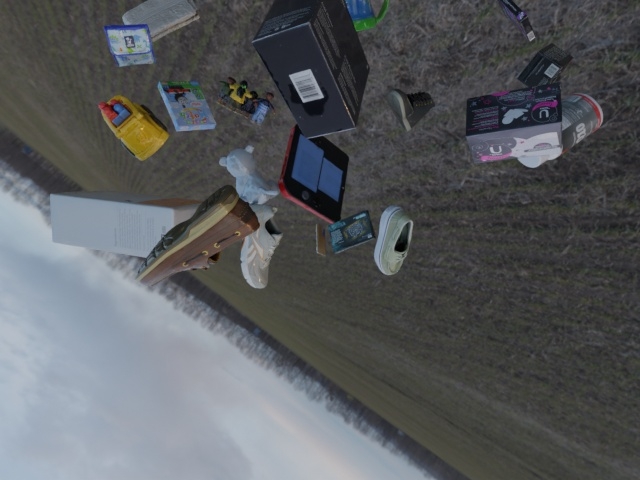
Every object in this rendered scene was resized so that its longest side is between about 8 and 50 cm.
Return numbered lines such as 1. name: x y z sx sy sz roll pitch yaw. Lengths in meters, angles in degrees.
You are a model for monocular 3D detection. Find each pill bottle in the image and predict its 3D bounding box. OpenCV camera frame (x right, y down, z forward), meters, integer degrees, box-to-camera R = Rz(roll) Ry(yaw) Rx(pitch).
1. pill bottle: 0.859 -0.397 1.581 0.161 0.283 0.161 55 175 7

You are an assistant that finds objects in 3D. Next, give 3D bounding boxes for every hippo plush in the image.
1. hippo plush: -0.313 -0.234 1.719 0.236 0.235 0.294 58 -176 -7

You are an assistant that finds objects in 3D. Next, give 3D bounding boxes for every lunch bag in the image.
1. lunch bag: -0.604 -0.631 1.379 0.151 0.129 0.096 131 126 -72

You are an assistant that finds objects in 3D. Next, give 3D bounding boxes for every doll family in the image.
1. doll family: -0.236 -0.456 1.396 0.193 0.111 0.076 21 -165 -35

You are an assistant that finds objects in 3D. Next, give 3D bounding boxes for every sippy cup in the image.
1. sippy cup: 0.068 -0.843 1.494 0.240 0.306 0.223 18 128 40

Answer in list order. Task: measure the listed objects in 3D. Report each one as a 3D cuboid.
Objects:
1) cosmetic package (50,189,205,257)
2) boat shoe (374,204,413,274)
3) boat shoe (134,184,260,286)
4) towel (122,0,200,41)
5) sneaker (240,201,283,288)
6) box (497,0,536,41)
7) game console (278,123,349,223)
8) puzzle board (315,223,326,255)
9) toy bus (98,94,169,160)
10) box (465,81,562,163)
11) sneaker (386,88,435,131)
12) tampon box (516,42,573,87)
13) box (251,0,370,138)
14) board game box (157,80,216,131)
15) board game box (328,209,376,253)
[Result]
1. cosmetic package: -0.591 -0.059 1.381 0.454 0.161 0.230 7 -168 16
2. boat shoe: 0.250 0.021 1.464 0.094 0.109 0.302 51 157 41
3. boat shoe: -0.144 0.010 0.493 0.060 0.178 0.064 45 -154 -24
4. towel: -0.616 -0.866 1.668 0.187 0.283 0.049 60 178 25
5. sneaker: -0.165 0.019 1.251 0.121 0.099 0.262 0 109 14
6. box: 0.642 -0.741 1.426 0.116 0.029 0.162 19 -137 -48
7. game console: -0.015 -0.299 1.897 0.342 0.386 0.060 27 149 -31
8. puzzle board: 0.000 0.000 1.468 0.011 0.096 0.128 -4 172 11
9. toy bus: -0.655 -0.408 1.452 0.220 0.149 0.211 46 180 30
10. box: 0.567 -0.333 1.268 0.248 0.141 0.163 -2 157 29
11. sneaker: 0.277 -0.425 1.312 0.083 0.118 0.222 54 -169 16
12. tampon box: 0.819 -0.626 1.575 0.101 0.161 0.120 43 140 13
13. box: -0.006 -0.545 1.289 0.179 0.312 0.343 -5 141 27
14. board game box: -0.525 -0.533 1.706 0.039 0.160 0.211 -38 74 50
15. board game box: 0.125 -0.035 1.762 0.186 0.126 0.026 -21 160 26
